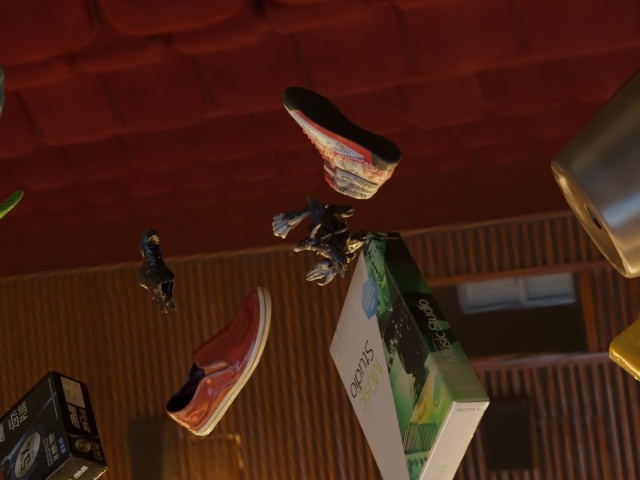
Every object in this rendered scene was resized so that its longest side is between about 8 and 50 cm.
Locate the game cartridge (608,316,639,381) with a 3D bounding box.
[{"bbox_3d":[0.676,0.189,1.667,0.285,0.052,0.324,-35,-128,-20],"label":"game cartridge"}]

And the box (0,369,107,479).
[{"bbox_3d":[-0.428,0.323,1.656,0.147,0.077,0.180,-42,-135,16],"label":"box"}]

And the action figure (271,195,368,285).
[{"bbox_3d":[0.000,0.000,2.000,0.141,0.164,0.276,-29,178,15],"label":"action figure"}]

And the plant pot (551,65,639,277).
[{"bbox_3d":[0.473,-0.099,1.378,0.280,0.323,0.323,-34,-165,5],"label":"plant pot"}]

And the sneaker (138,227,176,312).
[{"bbox_3d":[-0.345,0.064,2.250,0.089,0.170,0.051,26,-149,33],"label":"sneaker"}]

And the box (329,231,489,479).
[{"bbox_3d":[0.107,0.176,1.406,0.058,0.232,0.322,-1,-141,-22],"label":"box"}]

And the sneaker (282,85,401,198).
[{"bbox_3d":[0.018,-0.187,2.116,0.270,0.145,0.090,31,-136,-2],"label":"sneaker"}]

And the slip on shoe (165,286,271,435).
[{"bbox_3d":[-0.194,0.231,2.041,0.101,0.331,0.123,26,-164,-24],"label":"slip on shoe"}]

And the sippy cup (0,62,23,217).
[{"bbox_3d":[-0.462,-0.152,1.139,0.240,0.305,0.224,-3,-163,11],"label":"sippy cup"}]
